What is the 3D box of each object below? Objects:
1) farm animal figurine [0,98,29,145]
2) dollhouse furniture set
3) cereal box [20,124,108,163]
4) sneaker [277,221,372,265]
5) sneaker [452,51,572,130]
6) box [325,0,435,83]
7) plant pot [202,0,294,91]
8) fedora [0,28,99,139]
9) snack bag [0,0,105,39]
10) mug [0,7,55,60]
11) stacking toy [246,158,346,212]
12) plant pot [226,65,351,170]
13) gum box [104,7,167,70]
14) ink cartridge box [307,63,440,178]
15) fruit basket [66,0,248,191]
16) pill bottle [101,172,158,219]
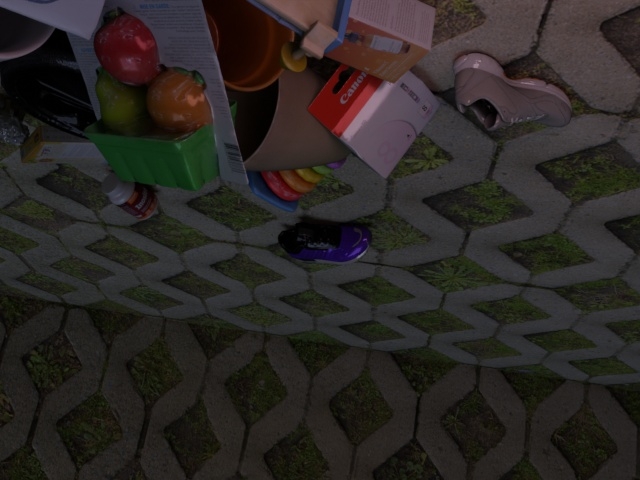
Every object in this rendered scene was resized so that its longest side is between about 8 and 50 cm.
[{"bbox_3d":[-0.893,-0.289,1.970,0.330,0.172,0.327,0,156,24],"label":"farm animal figurine"},{"bbox_3d":[-0.117,-0.402,1.178,0.286,0.304,0.198,24,153,-32],"label":"dollhouse furniture set"},{"bbox_3d":[-0.576,-0.227,2.047,0.240,0.047,0.173,-4,169,-35],"label":"cereal box"},{"bbox_3d":[0.000,0.001,2.394,0.293,0.102,0.146,-8,151,38],"label":"sneaker"},{"bbox_3d":[0.355,-0.246,1.603,0.262,0.121,0.099,18,158,-19],"label":"sneaker"},{"bbox_3d":[0.090,-0.363,1.471,0.170,0.091,0.130,17,157,-19],"label":"box"},{"bbox_3d":[-0.181,-0.360,1.488,0.205,0.205,0.188,28,168,-38],"label":"plant pot"},{"bbox_3d":[-0.430,-0.314,1.621,0.333,0.153,0.334,8,158,3],"label":"fedora"},{"bbox_3d":[-0.418,-0.486,1.180,0.323,0.037,0.343,17,115,-27],"label":"snack bag"},{"bbox_3d":[-0.626,-0.370,1.416,0.328,0.374,0.276,0,-166,38],"label":"mug"},{"bbox_3d":[-0.008,-0.199,1.883,0.301,0.175,0.165,-24,149,32],"label":"stacking toy"},{"bbox_3d":[-0.060,-0.240,1.682,0.274,0.257,0.256,10,163,-42],"label":"plant pot"},{"bbox_3d":[-0.367,-0.383,1.687,0.156,0.041,0.184,11,159,-2],"label":"gum box"},{"bbox_3d":[0.108,-0.251,1.620,0.066,0.189,0.232,38,-179,39],"label":"ink cartridge box"},{"bbox_3d":[-0.269,-0.264,1.376,0.327,0.165,0.353,9,121,34],"label":"fruit basket"},{"bbox_3d":[-0.522,-0.123,2.337,0.086,0.086,0.152,-4,155,32],"label":"pill bottle"}]
